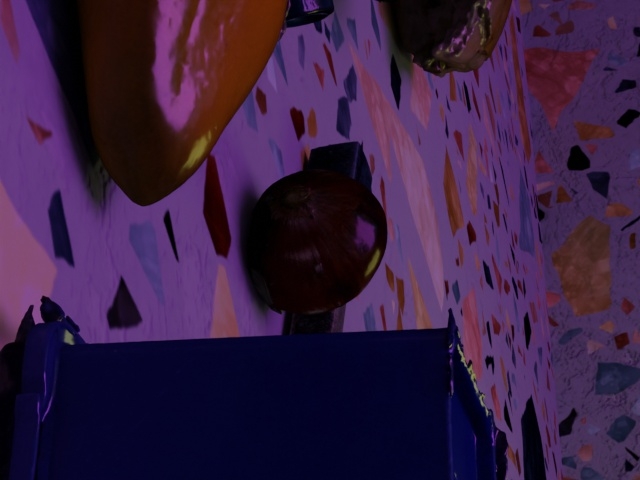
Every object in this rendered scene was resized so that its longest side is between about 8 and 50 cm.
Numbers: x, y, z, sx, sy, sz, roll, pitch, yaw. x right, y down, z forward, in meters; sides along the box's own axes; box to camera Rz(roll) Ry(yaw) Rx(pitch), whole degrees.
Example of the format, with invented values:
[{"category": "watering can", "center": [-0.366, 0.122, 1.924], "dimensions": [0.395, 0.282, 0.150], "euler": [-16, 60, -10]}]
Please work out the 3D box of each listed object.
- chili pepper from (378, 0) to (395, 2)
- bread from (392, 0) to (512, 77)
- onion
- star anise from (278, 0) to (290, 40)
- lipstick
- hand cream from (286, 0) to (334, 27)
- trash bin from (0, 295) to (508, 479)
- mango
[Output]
[{"category": "chili pepper", "center": [0.092, -0.393, 1.704], "dimensions": [0.257, 0.233, 0.249], "euler": [-95, -176, -55]}, {"category": "bread", "center": [0.155, -0.399, 2.015], "dimensions": [0.314, 0.191, 0.370], "euler": [12, 71, -76]}, {"category": "onion", "center": [0.000, 0.000, 1.290], "dimensions": [0.118, 0.118, 0.117], "euler": [57, 23, -59]}, {"category": "star anise", "center": [-0.059, -0.244, 1.237], "dimensions": [0.231, 0.089, 0.209], "euler": [81, -1, -61]}, {"category": "lipstick", "center": [0.002, 0.033, 1.399], "dimensions": [0.312, 0.051, 0.051], "euler": [-81, 158, -47]}, {"category": "hand cream", "center": [-0.054, -0.317, 1.408], "dimensions": [0.120, 0.061, 0.271], "euler": [-22, 95, -71]}, {"category": "trash bin", "center": [-0.035, 0.116, 0.783], "dimensions": [0.162, 0.234, 0.184], "euler": [61, 25, -53]}, {"category": "mango", "center": [-0.088, -0.164, 1.034], "dimensions": [0.176, 0.119, 0.317], "euler": [68, 27, -52]}]
